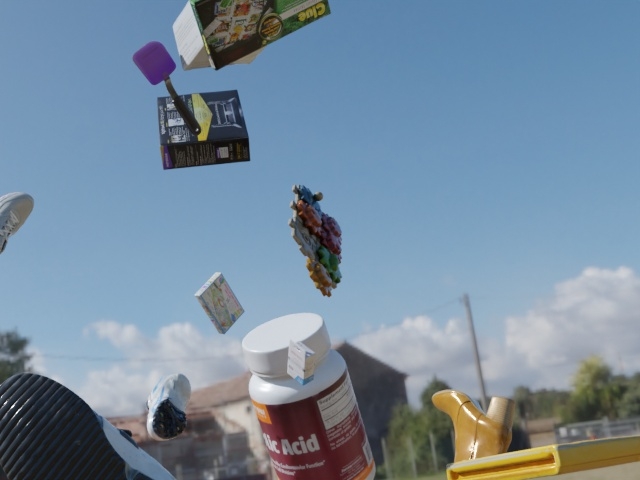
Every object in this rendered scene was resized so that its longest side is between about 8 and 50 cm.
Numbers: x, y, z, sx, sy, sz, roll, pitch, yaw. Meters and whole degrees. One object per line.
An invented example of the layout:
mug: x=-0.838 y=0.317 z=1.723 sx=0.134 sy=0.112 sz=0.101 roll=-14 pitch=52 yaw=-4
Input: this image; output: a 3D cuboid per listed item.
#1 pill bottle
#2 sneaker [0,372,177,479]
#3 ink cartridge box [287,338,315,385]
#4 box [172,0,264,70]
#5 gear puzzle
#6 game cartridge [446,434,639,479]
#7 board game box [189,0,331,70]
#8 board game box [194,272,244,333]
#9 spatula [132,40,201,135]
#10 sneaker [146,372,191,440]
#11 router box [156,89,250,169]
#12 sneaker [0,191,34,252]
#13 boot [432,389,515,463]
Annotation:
pill bottle: x=-0.030 y=0.377 z=1.884 sx=0.224 sy=0.392 sz=0.224 roll=-15 pitch=15 yaw=4
sneaker: x=-0.264 y=0.292 z=1.028 sx=0.122 sy=0.330 sz=0.146 roll=-48 pitch=-1 yaw=-13
ink cartridge box: x=-0.035 y=0.223 z=1.580 sx=0.028 sy=0.083 sz=0.048 roll=-23 pitch=42 yaw=-37
box: x=-0.231 y=-0.494 z=1.995 sx=0.181 sy=0.119 sz=0.182 roll=-12 pitch=-5 yaw=-26
gear puzzle: x=0.000 y=0.000 z=1.766 sx=0.044 sy=0.339 sz=0.175 roll=-30 pitch=-66 yaw=17
game cartridge: x=0.436 y=0.392 z=1.504 sx=0.324 sy=0.052 sz=0.285 roll=4 pitch=-21 yaw=-30
board game box: x=-0.104 y=-0.425 z=1.534 sx=0.260 sy=0.136 sz=0.030 roll=-31 pitch=38 yaw=-19
board game box: x=-0.296 y=0.186 z=2.490 sx=0.026 sy=0.154 sz=0.103 roll=2 pitch=39 yaw=43
spatula: x=-0.367 y=-0.369 z=2.108 sx=0.084 sy=0.030 sz=0.296 roll=-43 pitch=-40 yaw=-13
sneaker: x=-0.321 y=0.348 z=1.729 sx=0.086 sy=0.085 sz=0.237 roll=-28 pitch=12 yaw=7
router box: x=-0.337 y=-0.321 z=2.404 sx=0.243 sy=0.309 sz=0.081 roll=-6 pitch=-54 yaw=-8
sneaker: x=-0.802 y=-0.015 z=2.104 sx=0.121 sy=0.262 sz=0.099 roll=15 pitch=-35 yaw=41
boot: x=0.373 y=0.508 z=2.205 sx=0.104 sy=0.211 sz=0.295 roll=34 pitch=-24 yaw=-28
